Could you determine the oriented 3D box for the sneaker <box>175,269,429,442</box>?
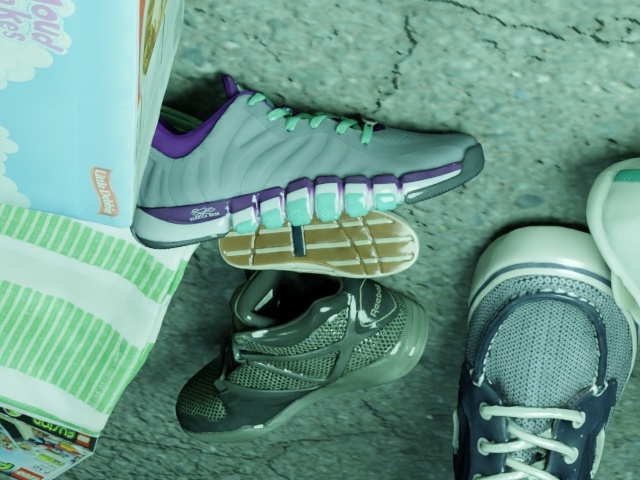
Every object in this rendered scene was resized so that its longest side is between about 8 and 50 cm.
[{"bbox_3d":[-0.045,0.072,1.390,0.227,0.087,0.130,-24,132,40],"label":"sneaker"}]

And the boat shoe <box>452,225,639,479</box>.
[{"bbox_3d":[0.154,0.138,1.356,0.127,0.158,0.340,6,148,8],"label":"boat shoe"}]

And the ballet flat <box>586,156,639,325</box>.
[{"bbox_3d":[0.278,0.073,1.266,0.139,0.139,0.400,-6,140,27],"label":"ballet flat"}]

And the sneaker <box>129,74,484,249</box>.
[{"bbox_3d":[-0.014,-0.060,1.180,0.224,0.098,0.083,-11,-173,-2],"label":"sneaker"}]

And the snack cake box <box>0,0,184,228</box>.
[{"bbox_3d":[-0.124,-0.141,1.006,0.089,0.152,0.264,12,148,1],"label":"snack cake box"}]

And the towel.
[{"bbox_3d":[-0.211,0.006,1.317,0.248,0.038,0.325,19,136,-12],"label":"towel"}]

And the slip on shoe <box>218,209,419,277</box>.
[{"bbox_3d":[0.000,0.000,1.302,0.135,0.051,0.041,-3,-174,8],"label":"slip on shoe"}]

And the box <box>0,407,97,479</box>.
[{"bbox_3d":[-0.302,0.143,1.631,0.207,0.036,0.114,26,146,-22],"label":"box"}]
